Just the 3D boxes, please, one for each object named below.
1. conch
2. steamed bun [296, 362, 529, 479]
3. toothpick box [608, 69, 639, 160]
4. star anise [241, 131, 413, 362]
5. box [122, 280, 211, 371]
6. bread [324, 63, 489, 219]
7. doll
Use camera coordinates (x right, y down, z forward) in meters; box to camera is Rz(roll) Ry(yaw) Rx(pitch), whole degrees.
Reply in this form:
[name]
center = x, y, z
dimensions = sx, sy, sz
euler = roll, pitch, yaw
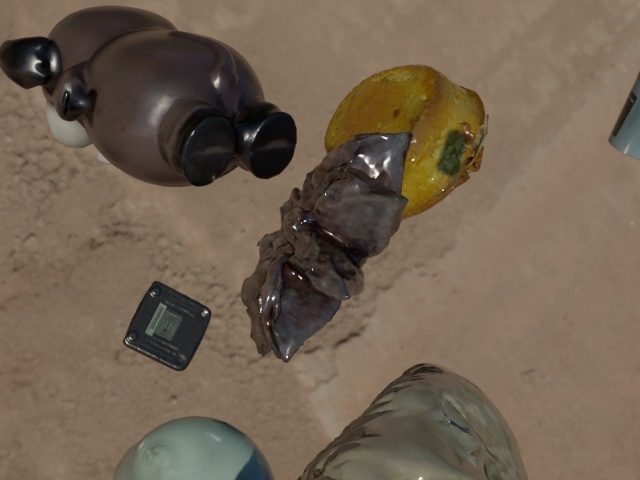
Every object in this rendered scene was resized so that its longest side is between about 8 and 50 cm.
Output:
[conch]
center = -0.134, 0.267, 0.963
dimensions = 0.185, 0.221, 0.121
euler = 36, 30, 31
[steamed bun]
center = 0.051, 0.258, 0.722
dimensions = 0.219, 0.310, 0.324
euler = 41, 2, 7
[toothpick box]
center = 0.293, -0.116, 0.888
dimensions = 0.052, 0.083, 0.052
euler = 16, 27, -8
[star anise]
center = 0.001, -0.002, 1.197
dimensions = 0.117, 0.331, 0.332
euler = 32, 48, -17
[box]
center = -0.262, 0.149, 1.747
dimensions = 0.125, 0.027, 0.126
euler = 28, 72, -10
[bread]
center = 0.176, -0.219, 2.175
dimensions = 0.204, 0.358, 0.337
euler = 33, 85, -37
[doll]
center = -0.130, -0.113, 0.783
dimensions = 0.182, 0.117, 0.257
euler = -6, 23, -42
